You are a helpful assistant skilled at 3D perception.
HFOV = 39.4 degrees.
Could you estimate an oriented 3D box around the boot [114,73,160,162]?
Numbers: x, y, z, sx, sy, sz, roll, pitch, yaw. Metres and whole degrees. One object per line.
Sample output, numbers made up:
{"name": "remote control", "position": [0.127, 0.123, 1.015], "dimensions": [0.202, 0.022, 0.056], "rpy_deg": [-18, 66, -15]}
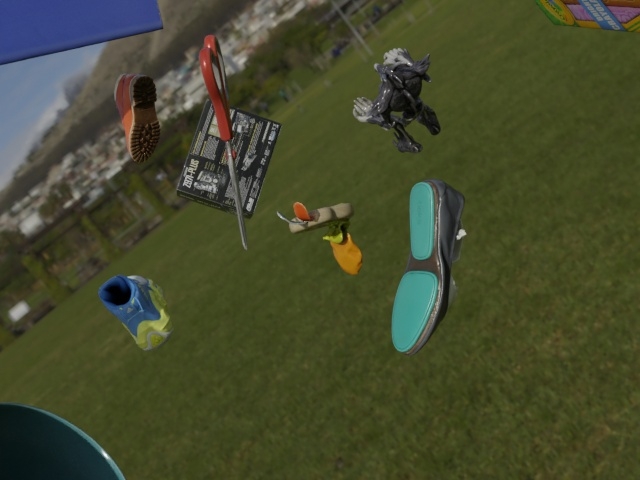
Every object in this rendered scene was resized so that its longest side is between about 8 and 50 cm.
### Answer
{"name": "boot", "position": [-0.331, -0.221, 1.595], "dimensions": [0.059, 0.157, 0.085], "rpy_deg": [-13, 25, -41]}

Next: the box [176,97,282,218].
{"name": "box", "position": [-0.168, -0.148, 1.646], "dimensions": [0.077, 0.147, 0.180], "rpy_deg": [147, 140, -79]}

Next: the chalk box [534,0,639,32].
{"name": "chalk box", "position": [0.327, -0.365, 1.029], "dimensions": [0.180, 0.179, 0.289], "rpy_deg": [-51, 30, -3]}

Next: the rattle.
{"name": "rattle", "position": [0.000, 0.000, 1.636], "dimensions": [0.130, 0.142, 0.200], "rpy_deg": [0, 3, 11]}

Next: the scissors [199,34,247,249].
{"name": "scissors", "position": [-0.127, -0.140, 1.268], "dimensions": [0.021, 0.297, 0.109], "rpy_deg": [-11, 17, 4]}

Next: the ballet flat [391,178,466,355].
{"name": "ballet flat", "position": [0.131, 0.032, 1.022], "dimensions": [0.074, 0.074, 0.203], "rpy_deg": [-177, 94, -76]}

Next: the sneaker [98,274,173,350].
{"name": "sneaker", "position": [-0.326, 0.090, 1.533], "dimensions": [0.091, 0.126, 0.240], "rpy_deg": [-39, 32, -10]}

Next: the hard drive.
{"name": "hard drive", "position": [-0.412, -0.384, 1.324], "dimensions": [0.319, 0.210, 0.040], "rpy_deg": [-17, 27, -15]}

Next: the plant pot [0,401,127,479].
{"name": "plant pot", "position": [-0.440, 0.405, 1.278], "dimensions": [0.195, 0.290, 0.290], "rpy_deg": [-49, 7, 14]}

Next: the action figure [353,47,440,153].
{"name": "action figure", "position": [0.142, -0.274, 1.707], "dimensions": [0.164, 0.141, 0.275], "rpy_deg": [-48, -28, -5]}
